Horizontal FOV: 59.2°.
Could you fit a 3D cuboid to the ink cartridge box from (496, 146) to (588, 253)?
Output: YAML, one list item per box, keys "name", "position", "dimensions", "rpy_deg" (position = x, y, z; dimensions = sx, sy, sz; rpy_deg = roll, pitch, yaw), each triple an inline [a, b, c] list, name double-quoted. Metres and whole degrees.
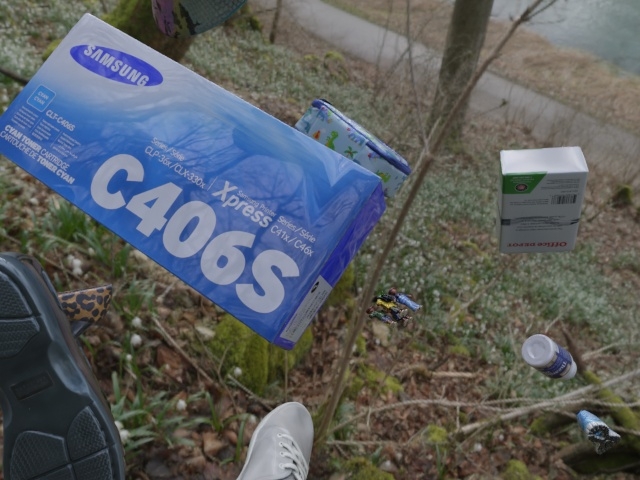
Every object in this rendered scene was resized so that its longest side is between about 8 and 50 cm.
- name: "ink cartridge box"
  position: [0.436, -0.076, 1.131]
  dimensions: [0.153, 0.208, 0.086]
  rpy_deg: [-1, 43, 12]

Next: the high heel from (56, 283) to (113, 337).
- name: "high heel"
  position: [-0.523, 0.083, 1.027]
  dimensions: [0.186, 0.261, 0.093]
  rpy_deg: [-45, 27, -11]

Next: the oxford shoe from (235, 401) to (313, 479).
- name: "oxford shoe"
  position: [-0.083, 0.473, 1.138]
  dimensions: [0.169, 0.130, 0.449]
  rpy_deg: [55, 22, -3]

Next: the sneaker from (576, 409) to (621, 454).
- name: "sneaker"
  position: [0.630, 0.430, 1.286]
  dimensions: [0.063, 0.162, 0.073]
  rpy_deg: [-37, 38, 7]

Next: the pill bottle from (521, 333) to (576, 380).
- name: "pill bottle"
  position: [0.463, 0.239, 1.131]
  dimensions: [0.120, 0.067, 0.067]
  rpy_deg: [32, 25, -33]

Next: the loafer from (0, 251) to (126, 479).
- name: "loafer"
  position: [-0.222, 0.133, 0.481]
  dimensions: [0.096, 0.267, 0.084]
  rpy_deg: [-16, 9, 0]

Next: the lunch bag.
- name: "lunch bag"
  position: [0.066, -0.179, 1.107]
  dimensions: [0.219, 0.090, 0.176]
  rpy_deg: [43, 13, 29]

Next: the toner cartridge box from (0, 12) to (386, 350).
- name: "toner cartridge box"
  position: [-0.129, -0.063, 0.527]
  dimensions: [0.348, 0.075, 0.165]
  rpy_deg: [31, 80, 16]

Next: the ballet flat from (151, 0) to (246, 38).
- name: "ballet flat"
  position: [-0.041, -0.212, 0.352]
  dimensions: [0.222, 0.076, 0.079]
  rpy_deg: [-28, -3, 21]

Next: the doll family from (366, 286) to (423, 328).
- name: "doll family"
  position: [0.204, 0.186, 1.593]
  dimensions: [0.111, 0.076, 0.193]
  rpy_deg: [28, 14, 34]
